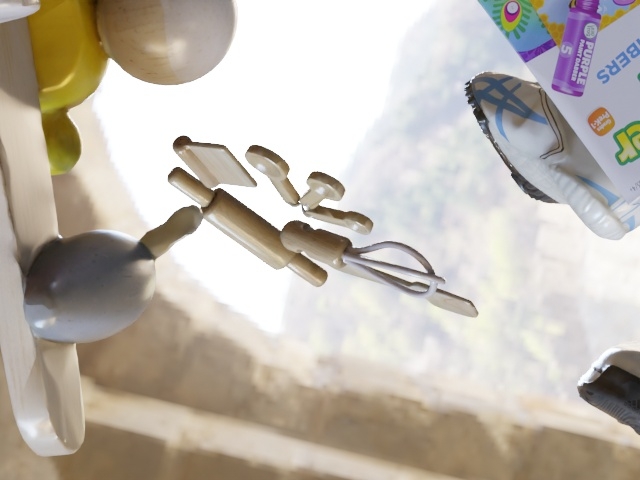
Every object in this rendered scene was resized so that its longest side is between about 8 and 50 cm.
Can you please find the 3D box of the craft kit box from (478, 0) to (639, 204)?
[{"bbox_3d":[0.186,-0.188,0.949,0.250,0.246,0.061,-42,-13,27],"label":"craft kit box"}]

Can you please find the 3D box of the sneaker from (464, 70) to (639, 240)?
[{"bbox_3d":[0.166,-0.068,1.223,0.086,0.085,0.237,-38,27,-3],"label":"sneaker"}]

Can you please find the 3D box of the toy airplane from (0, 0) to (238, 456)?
[{"bbox_3d":[-0.179,-0.127,1.070,0.386,0.273,0.384,93,165,-46],"label":"toy airplane"}]

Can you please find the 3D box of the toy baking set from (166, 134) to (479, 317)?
[{"bbox_3d":[-0.005,-0.001,1.429,0.197,0.256,0.030,1,58,57],"label":"toy baking set"}]

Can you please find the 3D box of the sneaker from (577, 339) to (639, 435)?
[{"bbox_3d":[0.390,0.060,1.630,0.447,0.169,0.257,5,-67,-58],"label":"sneaker"}]
